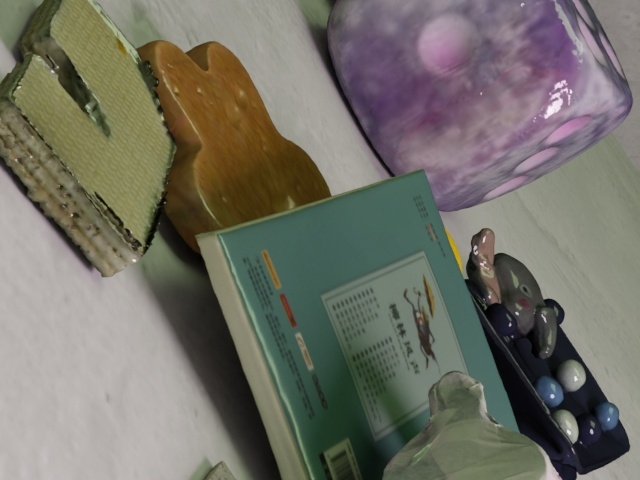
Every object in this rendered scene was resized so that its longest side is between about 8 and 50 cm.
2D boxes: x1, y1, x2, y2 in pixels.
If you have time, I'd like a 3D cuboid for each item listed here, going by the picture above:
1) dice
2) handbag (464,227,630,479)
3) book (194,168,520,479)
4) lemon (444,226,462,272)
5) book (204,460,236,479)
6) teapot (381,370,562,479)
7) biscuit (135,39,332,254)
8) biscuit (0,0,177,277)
[{"bbox_3d":[0.185,-0.206,2.040,0.270,0.270,0.271,64,18,12],"label":"dice"},{"bbox_3d":[0.209,0.129,1.828,0.269,0.118,0.326,62,15,10],"label":"handbag"},{"bbox_3d":[0.046,0.088,1.381,0.379,0.031,0.264,-17,89,-62],"label":"book"},{"bbox_3d":[0.068,0.019,1.613,0.114,0.114,0.155,39,14,-48],"label":"lemon"},{"bbox_3d":[-0.055,0.217,1.105,0.118,0.012,0.172,57,17,-5],"label":"book"},{"bbox_3d":[0.124,0.205,1.246,0.221,0.163,0.178,-49,136,-50],"label":"teapot"},{"bbox_3d":[-0.045,-0.005,1.435,0.355,0.052,0.275,61,21,1],"label":"biscuit"},{"bbox_3d":[-0.165,-0.087,1.247,0.147,0.046,0.250,51,20,-21],"label":"biscuit"}]
